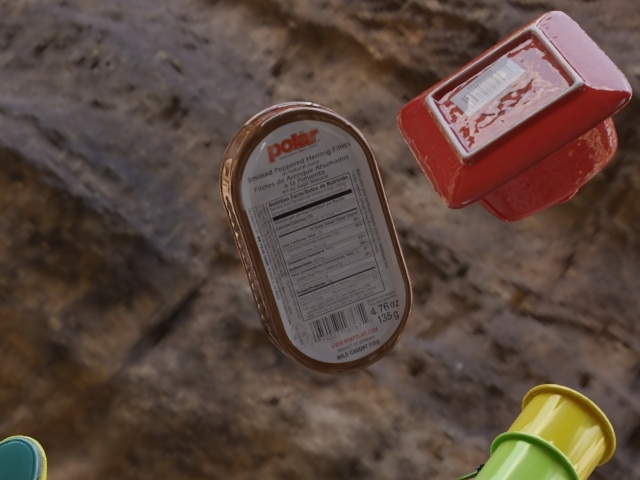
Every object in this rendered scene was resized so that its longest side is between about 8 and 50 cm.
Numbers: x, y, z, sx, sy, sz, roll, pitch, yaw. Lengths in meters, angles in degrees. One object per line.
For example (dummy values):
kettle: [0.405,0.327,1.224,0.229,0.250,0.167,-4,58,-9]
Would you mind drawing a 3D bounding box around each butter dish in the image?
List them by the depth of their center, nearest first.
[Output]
butter dish: [0.162,-0.075,1.102,0.118,0.160,0.160,51,9,-36]

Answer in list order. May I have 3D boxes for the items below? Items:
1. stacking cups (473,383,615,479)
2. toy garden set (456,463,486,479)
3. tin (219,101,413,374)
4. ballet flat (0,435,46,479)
stacking cups: [0.134,0.249,1.206,0.096,0.316,0.096,26,-43,26]
toy garden set: [0.152,0.294,1.368,0.244,0.203,0.049,-100,165,-62]
tin: [0.000,0.000,0.968,0.040,0.106,0.190,26,-44,69]
ballet flat: [-0.306,0.283,1.266,0.077,0.231,0.077,20,-19,15]
